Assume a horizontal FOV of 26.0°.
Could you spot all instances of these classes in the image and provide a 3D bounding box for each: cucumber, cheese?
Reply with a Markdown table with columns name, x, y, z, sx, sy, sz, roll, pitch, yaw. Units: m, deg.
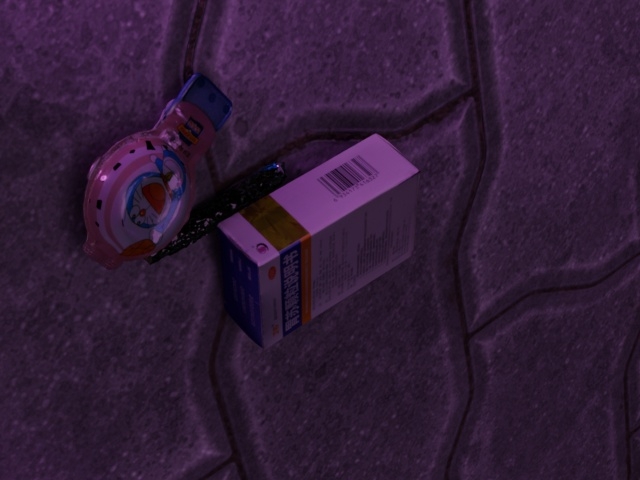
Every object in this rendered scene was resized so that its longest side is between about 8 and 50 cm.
| name | x | y | z | sx | sy | sz | roll | pitch | yaw |
| --- | --- | --- | --- | --- | --- | --- | --- | --- | --- |
| cucumber | -0.146 | -0.040 | 1.967 | 0.256 | 0.043 | 0.044 | -33 | 132 | -24 |
| cheese | -0.218 | -0.090 | 1.849 | 0.286 | 0.074 | 0.189 | -55 | 138 | -9 |

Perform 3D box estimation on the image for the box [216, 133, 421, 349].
| name | x | y | z | sx | sy | sz | roll | pitch | yaw |
| --- | --- | --- | --- | --- | --- | --- | --- | --- | --- |
| box | 0.000 | 0.000 | 2.048 | 0.299 | 0.106 | 0.200 | -30 | 146 | -23 |
